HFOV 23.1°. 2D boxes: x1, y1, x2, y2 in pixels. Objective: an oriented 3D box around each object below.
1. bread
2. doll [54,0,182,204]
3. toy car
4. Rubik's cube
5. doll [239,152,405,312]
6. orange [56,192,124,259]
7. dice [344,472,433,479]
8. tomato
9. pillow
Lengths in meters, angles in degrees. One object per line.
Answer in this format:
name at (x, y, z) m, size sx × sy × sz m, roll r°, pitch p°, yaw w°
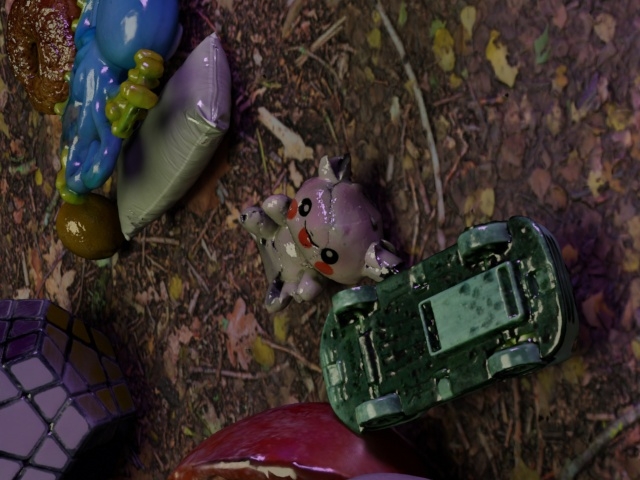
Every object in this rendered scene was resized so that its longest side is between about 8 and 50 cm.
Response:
bread at (-0.376, -0.263, 2.134) m, size 0.193 × 0.064 × 0.193 m, roll 14°, pitch 107°, yaw 51°
doll at (-0.245, -0.214, 1.930) m, size 0.341 × 0.098 × 0.346 m, roll -58°, pitch 30°, yaw 37°
toy car at (0.130, 0.085, 1.478) m, size 0.306 × 0.125 × 0.136 m, roll -30°, pitch 65°, yaw 43°
Rubik's cube at (-0.402, 0.228, 2.052) m, size 0.264 × 0.319 × 0.319 m, roll 32°, pitch 121°, yaw 16°
doll at (0.000, 0.000, 1.665) m, size 0.192 × 0.095 × 0.149 m, roll -27°, pitch 79°, yaw 47°
orange at (-0.299, -0.017, 2.046) m, size 0.095 × 0.085 × 0.085 m, roll 44°, pitch 130°, yaw 11°
dice at (0.092, 0.404, 1.371) m, size 0.304 × 0.304 × 0.277 m, roll -62°, pitch 31°, yaw 17°
tomato at (0.003, 0.257, 1.616) m, size 0.309 × 0.309 × 0.170 m, roll -45°, pitch 19°, yaw 44°
pillow at (-0.181, -0.124, 1.894) m, size 0.254 × 0.078 × 0.144 m, roll -46°, pitch 46°, yaw 43°
